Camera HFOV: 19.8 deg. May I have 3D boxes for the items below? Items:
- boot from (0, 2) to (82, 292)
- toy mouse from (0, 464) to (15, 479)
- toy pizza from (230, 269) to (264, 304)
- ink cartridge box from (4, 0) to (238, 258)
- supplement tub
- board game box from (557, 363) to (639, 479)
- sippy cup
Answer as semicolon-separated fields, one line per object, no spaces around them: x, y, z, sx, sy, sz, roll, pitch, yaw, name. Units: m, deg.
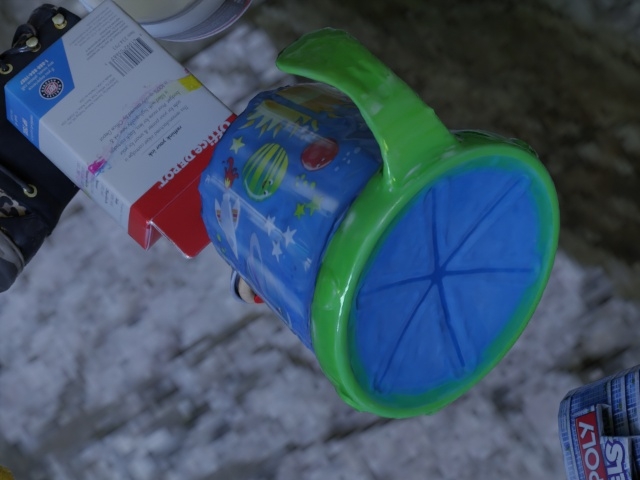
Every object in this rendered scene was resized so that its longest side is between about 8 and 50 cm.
-0.392;-0.162;2.017;0.284;0.377;0.138;-47;-176;-28;boot
-0.305;0.163;1.481;0.161;0.143;0.031;12;115;-53;toy mouse
0.000;0.000;1.773;0.201;0.032;0.201;-33;159;-14;toy pizza
-0.158;-0.090;1.656;0.134;0.231;0.078;-44;172;-20;ink cartridge box
-0.166;-0.308;1.932;0.191;0.191;0.272;-34;-179;7;supplement tub
0.228;0.191;1.345;0.060;0.194;0.194;0;161;-35;board game box
0.030;-0.013;1.446;0.240;0.224;0.306;0;115;-45;sippy cup
